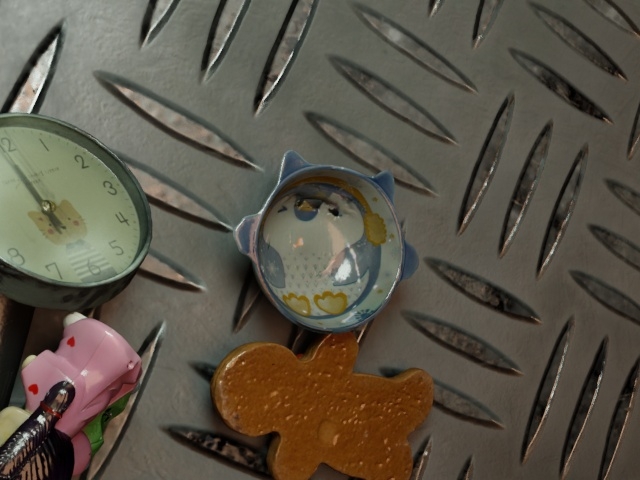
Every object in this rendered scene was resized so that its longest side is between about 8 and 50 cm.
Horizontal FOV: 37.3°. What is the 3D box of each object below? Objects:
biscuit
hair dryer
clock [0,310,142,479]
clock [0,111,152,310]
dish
[{"bbox_3d":[0.002,0.206,1.179,0.324,0.049,0.205,19,88,-34],"label":"biscuit"},{"bbox_3d":[-0.363,0.092,0.896,0.089,0.251,0.197,13,80,14],"label":"hair dryer"},{"bbox_3d":[-0.268,0.189,0.960,0.100,0.194,0.195,32,63,4],"label":"clock"},{"bbox_3d":[-0.277,-0.034,0.966,0.226,0.049,0.226,26,42,-26],"label":"clock"},{"bbox_3d":[0.000,0.000,1.167,0.236,0.086,0.227,35,73,-24],"label":"dish"}]
